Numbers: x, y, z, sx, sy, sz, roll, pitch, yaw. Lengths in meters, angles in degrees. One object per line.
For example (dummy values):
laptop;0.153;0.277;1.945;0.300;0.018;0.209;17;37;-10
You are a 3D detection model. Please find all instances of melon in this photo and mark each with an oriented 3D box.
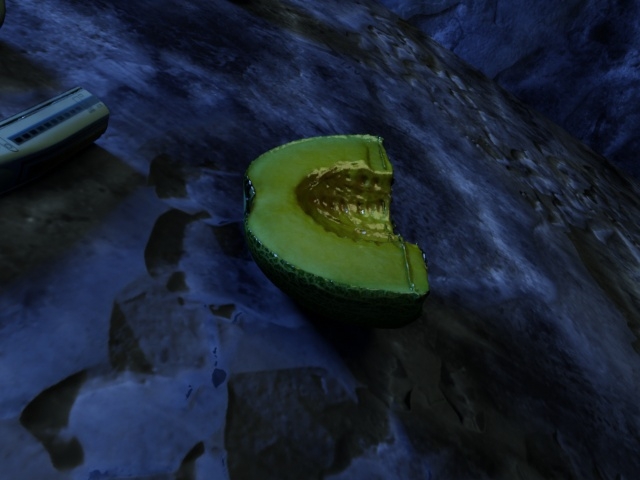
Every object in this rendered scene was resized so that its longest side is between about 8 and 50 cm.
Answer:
melon;0.000;0.000;0.563;0.169;0.129;0.265;3;42;-8

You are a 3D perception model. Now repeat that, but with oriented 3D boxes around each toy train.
toy train;-0.269;-0.069;0.455;0.048;0.055;0.252;39;31;-12

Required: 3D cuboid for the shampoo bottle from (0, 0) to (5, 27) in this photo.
shampoo bottle;-0.413;-0.246;0.529;0.079;0.079;0.162;40;31;8
